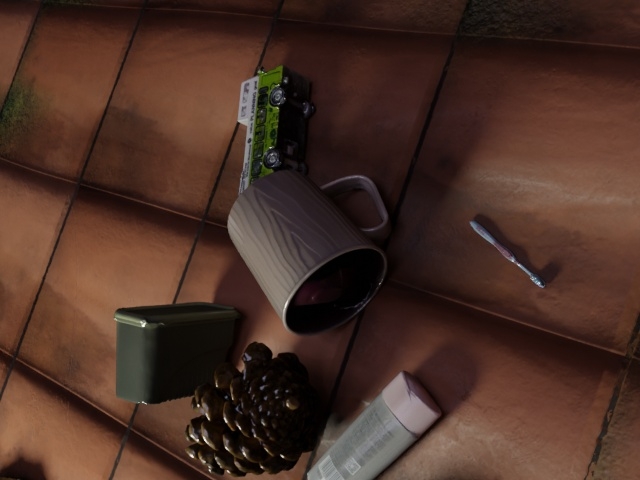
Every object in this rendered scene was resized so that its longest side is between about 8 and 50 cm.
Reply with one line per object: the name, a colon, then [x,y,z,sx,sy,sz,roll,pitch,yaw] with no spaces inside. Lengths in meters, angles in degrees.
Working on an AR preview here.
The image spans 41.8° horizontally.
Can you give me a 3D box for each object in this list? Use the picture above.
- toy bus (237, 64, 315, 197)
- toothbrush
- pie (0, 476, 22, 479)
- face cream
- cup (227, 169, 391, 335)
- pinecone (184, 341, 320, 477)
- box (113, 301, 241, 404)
toy bus: [-0.104,-0.213,1.793,0.139,0.113,0.301,-6,73,39]
toothbrush: [0.322,0.020,1.459,0.013,0.019,0.193,-52,51,12]
pie: [-0.774,0.729,2.000,0.339,0.083,0.339,-10,72,34]
face cream: [0.092,0.358,1.484,0.269,0.073,0.107,-49,58,14]
cup: [-0.012,-0.004,1.592,0.288,0.208,0.273,-51,52,14]
pinecone: [-0.128,0.327,1.566,0.309,0.244,0.244,-32,58,38]
box: [-0.294,0.224,1.706,0.138,0.274,0.178,7,93,39]
